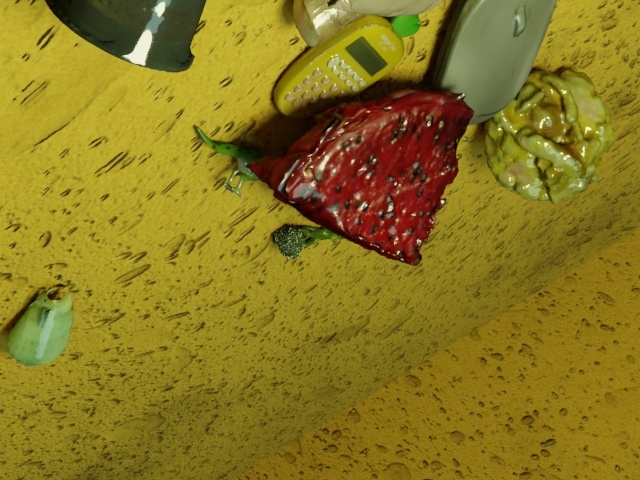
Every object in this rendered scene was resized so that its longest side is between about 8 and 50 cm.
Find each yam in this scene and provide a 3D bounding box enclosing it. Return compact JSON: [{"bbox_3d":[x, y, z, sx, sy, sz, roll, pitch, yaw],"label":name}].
[{"bbox_3d":[0.121,-0.352,1.079,0.356,0.081,0.081,-31,157,3],"label":"yam"}]

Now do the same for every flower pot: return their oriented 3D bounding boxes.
[{"bbox_3d":[-0.174,-0.250,0.868,0.157,0.157,0.107,-1,130,-49],"label":"flower pot"}]

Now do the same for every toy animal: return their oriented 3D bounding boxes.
[{"bbox_3d":[-0.128,-0.107,1.313,0.217,0.041,0.075,16,99,-58],"label":"toy animal"}]

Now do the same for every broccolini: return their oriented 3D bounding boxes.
[{"bbox_3d":[0.002,0.000,1.670,0.216,0.058,0.067,0,140,-50],"label":"broccolini"}]

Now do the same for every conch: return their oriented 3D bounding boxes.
[{"bbox_3d":[-0.434,0.137,1.434,0.105,0.079,0.170,-22,154,-56],"label":"conch"}]

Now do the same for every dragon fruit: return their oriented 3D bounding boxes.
[{"bbox_3d":[0.029,-0.142,1.352,0.329,0.228,0.286,16,100,-41],"label":"dragon fruit"}]

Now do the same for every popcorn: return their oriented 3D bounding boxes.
[{"bbox_3d":[0.406,-0.180,1.599,0.259,0.212,0.259,-31,162,-11],"label":"popcorn"}]

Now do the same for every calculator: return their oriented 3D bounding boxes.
[{"bbox_3d":[0.037,-0.247,1.246,0.235,0.032,0.146,-34,157,14],"label":"calculator"}]

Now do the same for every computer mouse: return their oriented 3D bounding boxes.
[{"bbox_3d":[0.268,-0.286,1.364,0.197,0.095,0.331,-28,157,-15],"label":"computer mouse"}]

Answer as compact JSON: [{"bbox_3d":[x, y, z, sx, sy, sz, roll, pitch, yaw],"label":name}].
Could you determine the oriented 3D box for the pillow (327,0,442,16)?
[{"bbox_3d":[0.141,-0.334,0.954,0.173,0.067,0.270,-9,155,-45],"label":"pillow"}]
